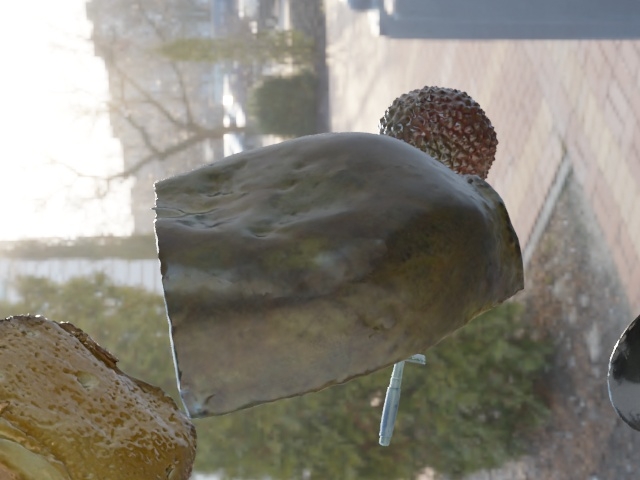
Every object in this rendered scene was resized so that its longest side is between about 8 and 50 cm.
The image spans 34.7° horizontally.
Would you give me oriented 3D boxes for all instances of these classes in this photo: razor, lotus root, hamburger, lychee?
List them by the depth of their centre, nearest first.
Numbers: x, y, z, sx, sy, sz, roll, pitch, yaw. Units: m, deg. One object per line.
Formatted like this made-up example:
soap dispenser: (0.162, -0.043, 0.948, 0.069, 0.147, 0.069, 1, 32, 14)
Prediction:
lotus root: (0.014, 0.001, 0.771, 0.267, 0.260, 0.149, -112, 10, -74)
hamburger: (-0.293, 0.233, 1.132, 0.174, 0.304, 0.284, -42, 5, 29)
lychee: (0.162, -0.132, 1.403, 0.197, 0.165, 0.165, -21, -62, -46)
razor: (0.101, 0.222, 1.445, 0.040, 0.068, 0.135, -159, 80, -78)

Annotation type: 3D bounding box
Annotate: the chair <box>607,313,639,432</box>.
chair: (0.498, 0.230, 1.106, 0.401, 0.226, 0.227, -115, 24, -64)
